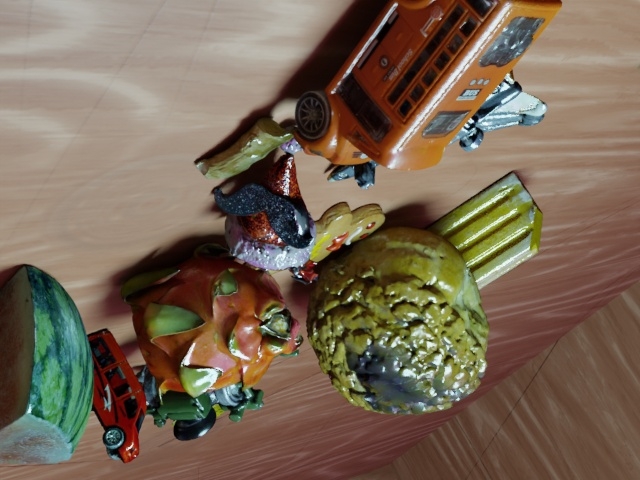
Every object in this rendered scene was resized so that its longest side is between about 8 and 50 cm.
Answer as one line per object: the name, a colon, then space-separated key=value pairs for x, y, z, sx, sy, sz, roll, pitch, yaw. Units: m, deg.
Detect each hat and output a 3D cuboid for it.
hat: x=-0.049 y=-0.053 z=1.459 sx=0.129 sy=0.140 sz=0.227 roll=-28 pitch=150 yaw=-35

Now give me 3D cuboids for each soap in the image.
soap: x=0.291 y=-0.001 z=1.997 sx=0.232 sy=0.140 sz=0.073 roll=-34 pitch=163 yaw=13

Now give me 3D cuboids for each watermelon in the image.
watermelon: x=-0.404 y=0.167 z=1.449 sx=0.201 sy=0.213 sz=0.261 roll=-9 pitch=151 yaw=-7

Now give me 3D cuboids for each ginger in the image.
ginger: x=-0.087 y=-0.114 z=1.361 sx=0.137 sy=0.044 sz=0.057 roll=-32 pitch=-170 yaw=24

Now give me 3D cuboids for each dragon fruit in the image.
dragon fruit: x=-0.154 y=0.117 z=1.587 sx=0.227 sy=0.224 sz=0.224 roll=-27 pitch=161 yaw=10

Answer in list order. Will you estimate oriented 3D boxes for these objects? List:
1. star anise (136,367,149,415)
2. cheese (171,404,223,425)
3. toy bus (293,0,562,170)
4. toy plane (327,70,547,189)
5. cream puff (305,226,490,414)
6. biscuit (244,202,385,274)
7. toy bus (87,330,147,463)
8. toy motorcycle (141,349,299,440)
star anise: x=-0.260 y=0.256 z=1.972 sx=0.212 sy=0.073 sz=0.197 roll=-22 pitch=155 yaw=-11
cheese: x=-0.212 y=0.317 z=2.199 sx=0.156 sy=0.064 sz=0.250 roll=-38 pitch=168 yaw=25
toy bus: x=0.113 y=-0.191 z=1.257 sx=0.143 sy=0.153 sz=0.329 roll=-9 pitch=147 yaw=-47
toy plane: x=0.126 y=-0.146 z=1.487 sx=0.316 sy=0.103 sz=0.204 roll=-36 pitch=127 yaw=26
cream puff: x=0.134 y=0.156 z=1.881 sx=0.231 sy=0.327 sz=0.343 roll=-72 pitch=-176 yaw=-46
biscuit: x=0.000 y=0.001 z=1.762 sx=0.250 sy=0.036 sz=0.165 roll=-18 pitch=158 yaw=-30
toy bus: x=-0.314 y=0.238 z=1.674 sx=0.089 sy=0.195 sz=0.081 roll=-27 pitch=160 yaw=-16
toy motorcycle: x=-0.166 y=0.194 z=1.784 sx=0.205 sy=0.275 sz=0.127 roll=-8 pitch=128 yaw=26
